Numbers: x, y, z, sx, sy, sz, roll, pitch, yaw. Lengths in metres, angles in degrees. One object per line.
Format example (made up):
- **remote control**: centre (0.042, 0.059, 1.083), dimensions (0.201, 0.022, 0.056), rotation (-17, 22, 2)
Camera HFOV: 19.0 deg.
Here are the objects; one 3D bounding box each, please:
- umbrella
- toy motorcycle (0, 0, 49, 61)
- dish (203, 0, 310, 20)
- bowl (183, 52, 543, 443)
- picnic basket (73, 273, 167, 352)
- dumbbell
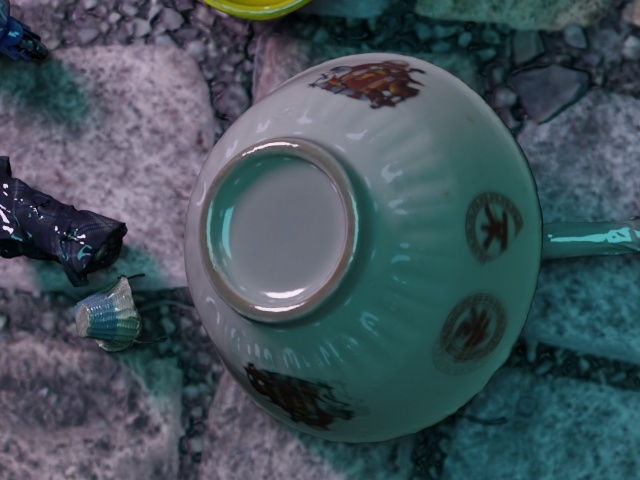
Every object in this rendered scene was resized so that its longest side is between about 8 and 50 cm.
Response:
- **umbrella**: centre (-0.284, -0.031, 1.716), dimensions (0.224, 0.080, 0.071), rotation (32, 119, 13)
- **toy motorcycle**: centre (-0.345, -0.212, 1.726), dimensions (0.205, 0.114, 0.076), rotation (22, 84, 8)
- **dish**: centre (-0.025, -0.316, 1.714), dimensions (0.262, 0.108, 0.221), rotation (-30, 81, 3)
- **bowl**: centre (0.000, 0.000, 1.578), dimensions (0.337, 0.157, 0.337), rotation (-3, 84, 28)
- **picnic basket**: centre (-0.177, 0.063, 1.690), dimensions (0.083, 0.083, 0.065), rotation (-8, 68, -34)
- **dumbbell**: centre (0.218, 0.000, 1.640), dimensions (0.191, 0.100, 0.100), rotation (-3, 80, 5)
